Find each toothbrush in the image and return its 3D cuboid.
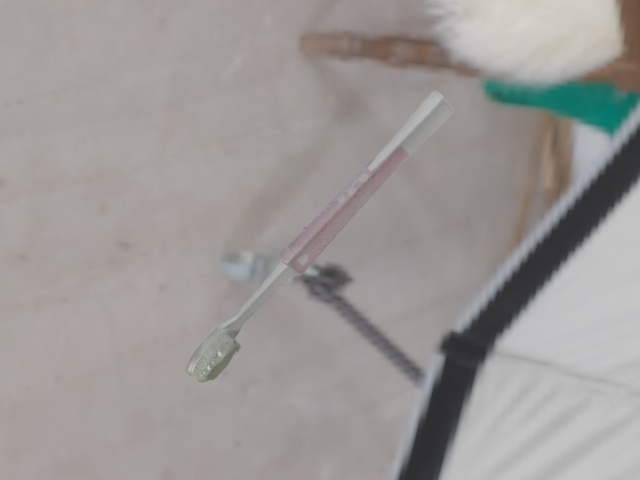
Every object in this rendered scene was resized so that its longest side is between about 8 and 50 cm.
[{"bbox_3d":[-0.001,-0.001,1.022,0.194,0.017,0.014,-48,130,-2],"label":"toothbrush"}]
